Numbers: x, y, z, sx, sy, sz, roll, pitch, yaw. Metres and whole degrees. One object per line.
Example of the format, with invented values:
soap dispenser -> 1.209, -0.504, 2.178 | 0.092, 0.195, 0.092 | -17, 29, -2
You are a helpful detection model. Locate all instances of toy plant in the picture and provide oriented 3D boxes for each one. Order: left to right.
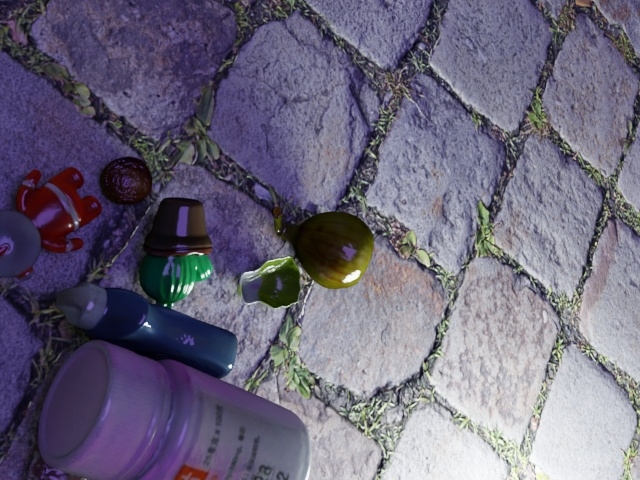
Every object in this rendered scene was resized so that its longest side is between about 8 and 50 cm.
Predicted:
toy plant -> -0.237, 0.030, 1.640 | 0.143, 0.105, 0.200 | -6, 107, -55

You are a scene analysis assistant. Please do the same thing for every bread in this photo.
bread -> -0.317, -0.099, 1.620 | 0.085, 0.053, 0.085 | 5, 81, -36

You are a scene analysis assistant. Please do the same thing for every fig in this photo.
fig -> 0.003, 0.015, 1.804 | 0.186, 0.148, 0.142 | 7, 94, 4

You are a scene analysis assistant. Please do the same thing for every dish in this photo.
dish -> -0.100, 0.078, 1.767 | 0.137, 0.039, 0.091 | -8, 94, -36

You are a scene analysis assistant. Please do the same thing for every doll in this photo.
doll -> -0.443, -0.017, 1.506 | 0.245, 0.076, 0.142 | -43, 108, -36

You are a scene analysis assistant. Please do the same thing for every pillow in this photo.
pillow -> -0.399, 0.371, 1.504 | 0.118, 0.043, 0.185 | 21, 69, -36

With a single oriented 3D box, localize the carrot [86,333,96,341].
carrot -> -0.354, 0.164, 1.574 | 0.035, 0.035, 0.142 | -33, 97, -34

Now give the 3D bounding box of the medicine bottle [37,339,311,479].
medicine bottle -> -0.217, 0.307, 1.523 | 0.388, 0.219, 0.219 | 30, 67, -36

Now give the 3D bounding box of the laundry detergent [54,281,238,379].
laundry detergent -> -0.276, 0.142, 1.550 | 0.290, 0.143, 0.094 | 27, 69, -37
